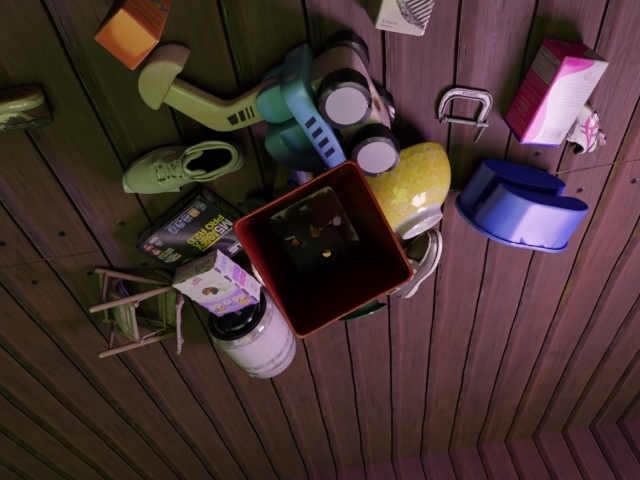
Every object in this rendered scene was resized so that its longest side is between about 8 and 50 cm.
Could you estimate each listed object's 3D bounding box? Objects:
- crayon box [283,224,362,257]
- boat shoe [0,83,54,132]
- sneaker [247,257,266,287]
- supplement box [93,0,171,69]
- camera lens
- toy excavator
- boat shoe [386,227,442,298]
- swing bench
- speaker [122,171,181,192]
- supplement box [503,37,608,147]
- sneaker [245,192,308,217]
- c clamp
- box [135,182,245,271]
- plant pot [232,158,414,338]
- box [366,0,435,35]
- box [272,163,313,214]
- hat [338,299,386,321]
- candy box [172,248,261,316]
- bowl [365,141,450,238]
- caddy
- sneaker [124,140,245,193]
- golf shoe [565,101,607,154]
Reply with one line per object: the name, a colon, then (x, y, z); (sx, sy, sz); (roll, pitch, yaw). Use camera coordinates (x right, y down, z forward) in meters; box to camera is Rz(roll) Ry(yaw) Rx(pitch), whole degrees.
crayon box: (-0.006, 0.022, 1.311); (0.202, 0.081, 0.318); (-4, 169, -6)
boat shoe: (-0.718, -0.253, 1.016); (0.285, 0.103, 0.092); (-15, 130, -3)
sneaker: (-0.137, 0.102, 1.488); (0.093, 0.088, 0.225); (-45, 129, 9)
supplement box: (-0.326, -0.398, 0.848); (0.080, 0.233, 0.078); (-37, 129, 20)
camera lens: (-0.219, 0.298, 1.556); (0.219, 0.219, 0.274); (-19, 134, 9)
toy excavator: (-0.099, -0.283, 1.038); (0.445, 0.222, 0.433); (-20, 133, 22)
boat shoe: (0.284, 0.078, 1.506); (0.091, 0.109, 0.305); (3, 137, -19)
swing bench: (-0.553, 0.221, 1.469); (0.255, 0.165, 0.253); (0, 134, -17)
speaker: (-0.423, -0.148, 1.201); (0.136, 0.055, 0.055); (-2, 134, -7)
supplement box: (0.550, -0.347, 1.134); (0.111, 0.114, 0.220); (4, 134, -12)
sneaker: (-0.086, -0.108, 1.286); (0.228, 0.130, 0.087); (5, 138, 25)
c clamp: (0.361, -0.315, 1.196); (0.161, 0.022, 0.137); (8, 132, -18)
box: (-0.345, -0.012, 1.343); (0.270, 0.060, 0.216); (-34, 130, 22)
plant pot: (0.000, 0.000, 1.025); (0.267, 0.236, 0.267); (-28, 101, 1)
box: (0.178, -0.542, 0.891); (0.113, 0.094, 0.275); (2, 134, -12)
box: (-0.065, -0.146, 1.175); (0.042, 0.178, 0.109); (-16, 136, 23)
hat: (0.110, 0.163, 1.617); (0.173, 0.183, 0.208); (-19, 178, 23)
candy box: (-0.296, 0.128, 1.380); (0.165, 0.070, 0.196); (-22, 134, 25)
bowl: (0.217, -0.097, 1.200); (0.289, 0.156, 0.289); (-26, 165, -7)
caddy: (0.540, -0.081, 1.305); (0.341, 0.241, 0.179); (8, 127, -17)
sneaker: (-0.325, -0.174, 1.097); (0.293, 0.169, 0.108); (-16, 99, -2)
golf shoe: (0.681, -0.292, 1.241); (0.086, 0.067, 0.186); (-30, 132, 21)
